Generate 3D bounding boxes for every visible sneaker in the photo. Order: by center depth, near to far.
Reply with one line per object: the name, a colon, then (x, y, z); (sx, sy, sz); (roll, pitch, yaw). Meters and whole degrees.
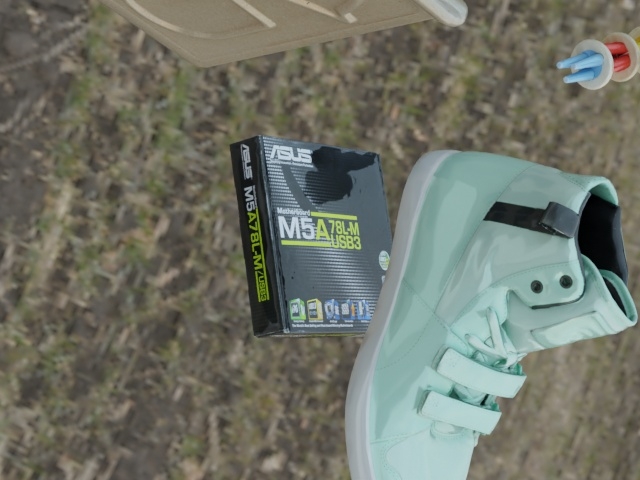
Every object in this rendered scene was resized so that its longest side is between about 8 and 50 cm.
sneaker: (0.105, 0.073, 0.881); (0.094, 0.151, 0.256); (13, 85, -47)

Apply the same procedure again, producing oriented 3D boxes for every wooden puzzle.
wooden puzzle: (-0.103, -0.245, 1.068); (0.322, 0.348, 0.080); (32, 71, -37)

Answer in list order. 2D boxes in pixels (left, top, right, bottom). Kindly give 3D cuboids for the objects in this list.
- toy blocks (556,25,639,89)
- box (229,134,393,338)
toy blocks: (0.324, -0.176, 1.513); (0.148, 0.123, 0.054); (-19, 123, -42)
box: (0.000, 0.000, 1.395); (0.191, 0.045, 0.184); (5, 76, -52)
